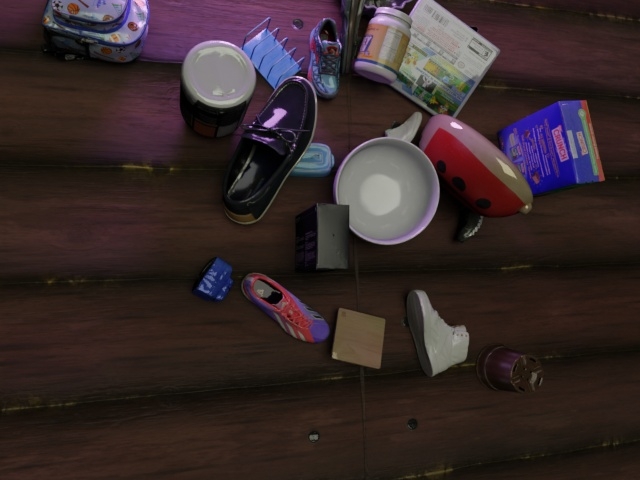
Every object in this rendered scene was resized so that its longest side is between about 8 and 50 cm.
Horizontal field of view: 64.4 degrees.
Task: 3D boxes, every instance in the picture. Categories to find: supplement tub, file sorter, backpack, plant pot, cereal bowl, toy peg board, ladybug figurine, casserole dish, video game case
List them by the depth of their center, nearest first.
[{"bbox_3d":[-0.618,-0.639,1.426,0.264,0.213,0.276,12,79,-25],"label":"backpack"},{"bbox_3d":[-0.296,-0.406,1.428,0.194,0.316,0.193,2,84,-17],"label":"supplement tub"},{"bbox_3d":[-0.309,0.115,1.492,0.101,0.098,0.120,34,64,-20],"label":"backpack"},{"bbox_3d":[-0.149,-0.587,1.597,0.118,0.104,0.170,-44,97,-15],"label":"file sorter"},{"bbox_3d":[0.109,0.315,1.609,0.161,0.079,0.160,16,65,-14],"label":"toy peg board"},{"bbox_3d":[0.474,-0.221,1.619,0.162,0.305,0.449,-43,58,3],"label":"ladybug figurine"},{"bbox_3d":[0.196,-0.152,1.625,0.339,0.141,0.338,0,90,-12],"label":"cereal bowl"},{"bbox_3d":[0.203,-0.621,1.627,0.145,0.144,0.199,17,98,-14],"label":"supplement tub"},{"bbox_3d":[-0.041,-0.263,1.632,0.189,0.037,0.114,-1,85,-17],"label":"casserole dish"},{"bbox_3d":[0.634,0.432,1.689,0.167,0.165,0.166,2,84,-15],"label":"plant pot"},{"bbox_3d":[0.394,-0.607,1.730,0.329,0.036,0.299,31,101,-11],"label":"video game case"}]

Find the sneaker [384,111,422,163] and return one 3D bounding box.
[{"bbox_3d":[0.265,-0.358,1.711,0.094,0.080,0.212,30,79,1],"label":"sneaker"}]

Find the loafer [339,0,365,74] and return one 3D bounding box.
[{"bbox_3d":[0.108,-0.668,1.626,0.084,0.096,0.267,-2,121,-7],"label":"loafer"}]

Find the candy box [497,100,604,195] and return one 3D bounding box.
[{"bbox_3d":[0.763,-0.292,1.714,0.122,0.317,0.267,-10,88,-16],"label":"candy box"}]

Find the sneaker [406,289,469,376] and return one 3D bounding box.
[{"bbox_3d":[0.391,0.282,1.672,0.169,0.108,0.292,-16,99,-18],"label":"sneaker"}]

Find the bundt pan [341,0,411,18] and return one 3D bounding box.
[{"bbox_3d":[0.170,-0.897,1.706,0.331,0.124,0.330,1,85,-16],"label":"bundt pan"}]

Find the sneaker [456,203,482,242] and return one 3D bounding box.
[{"bbox_3d":[0.516,-0.100,1.755,0.106,0.078,0.234,39,72,-6],"label":"sneaker"}]

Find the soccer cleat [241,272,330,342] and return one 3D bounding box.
[{"bbox_3d":[-0.099,0.209,1.528,0.318,0.116,0.108,38,76,-9],"label":"soccer cleat"}]

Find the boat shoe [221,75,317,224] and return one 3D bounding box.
[{"bbox_3d":[-0.150,-0.286,1.524,0.187,0.156,0.499,24,79,11],"label":"boat shoe"}]

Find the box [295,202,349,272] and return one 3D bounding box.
[{"bbox_3d":[0.000,0.000,1.501,0.103,0.261,0.184,-1,85,-16],"label":"box"}]

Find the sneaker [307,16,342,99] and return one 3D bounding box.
[{"bbox_3d":[0.015,-0.588,1.632,0.104,0.125,0.261,-5,86,-15],"label":"sneaker"}]

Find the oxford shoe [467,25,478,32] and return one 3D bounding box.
[{"bbox_3d":[0.423,-0.700,1.771,0.272,0.098,0.096,-23,91,-17],"label":"oxford shoe"}]
